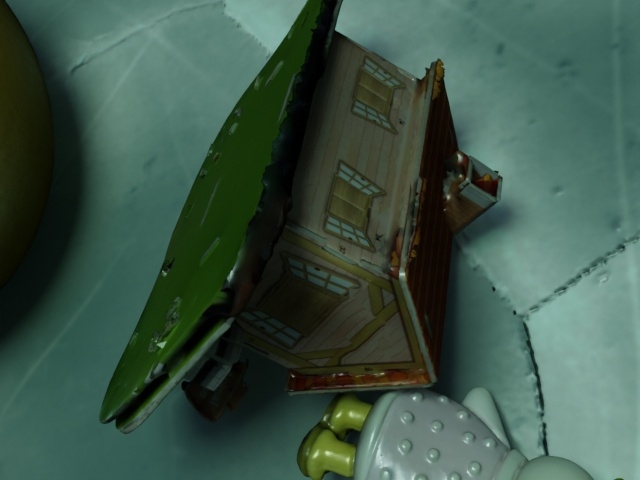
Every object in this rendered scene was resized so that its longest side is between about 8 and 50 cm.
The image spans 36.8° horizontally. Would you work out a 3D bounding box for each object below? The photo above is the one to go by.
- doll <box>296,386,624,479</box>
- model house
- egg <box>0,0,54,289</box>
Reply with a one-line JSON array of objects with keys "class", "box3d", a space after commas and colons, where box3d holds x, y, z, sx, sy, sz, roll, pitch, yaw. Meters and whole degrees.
[{"class": "doll", "box3d": [0.089, 0.140, 0.551, 0.207, 0.081, 0.129, 18, 46, 22]}, {"class": "model house", "box3d": [0.001, -0.001, 0.599, 0.207, 0.154, 0.294, -49, 19, 43]}, {"class": "egg", "box3d": [-0.339, -0.085, 0.691, 0.282, 0.282, 0.351, -23, 58, 13]}]
